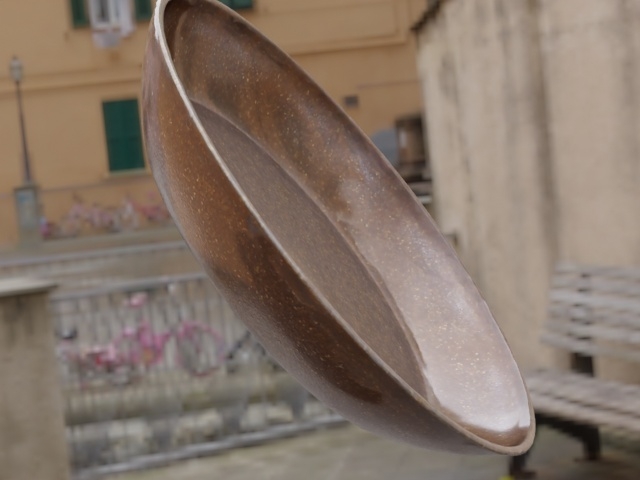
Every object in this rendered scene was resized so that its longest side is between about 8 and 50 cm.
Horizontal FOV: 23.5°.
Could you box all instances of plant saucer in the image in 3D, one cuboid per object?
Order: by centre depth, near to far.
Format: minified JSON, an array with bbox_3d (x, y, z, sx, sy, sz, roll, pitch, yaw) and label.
[{"bbox_3d":[0.000,0.000,0.532,0.036,0.198,0.198,-38,-5,16],"label":"plant saucer"}]
